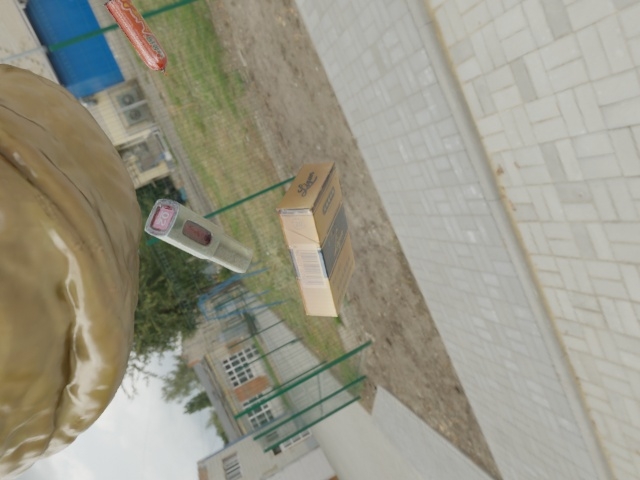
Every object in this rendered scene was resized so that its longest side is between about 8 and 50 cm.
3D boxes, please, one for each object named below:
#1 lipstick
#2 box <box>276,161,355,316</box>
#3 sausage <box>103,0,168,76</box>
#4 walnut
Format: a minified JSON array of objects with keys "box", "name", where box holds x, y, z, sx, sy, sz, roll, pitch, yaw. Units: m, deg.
[{"box":[-0.244,0.000,1.075,0.077,0.079,0.253,13,165,33],"name":"lipstick"},{"box":[-0.001,0.000,0.918,0.152,0.070,0.237,-65,-29,-50],"name":"box"},{"box":[-0.305,-0.346,0.873,0.145,0.048,0.050,59,168,-28],"name":"sausage"},{"box":[-0.262,0.030,0.354,0.252,0.277,0.313,41,128,21],"name":"walnut"}]
